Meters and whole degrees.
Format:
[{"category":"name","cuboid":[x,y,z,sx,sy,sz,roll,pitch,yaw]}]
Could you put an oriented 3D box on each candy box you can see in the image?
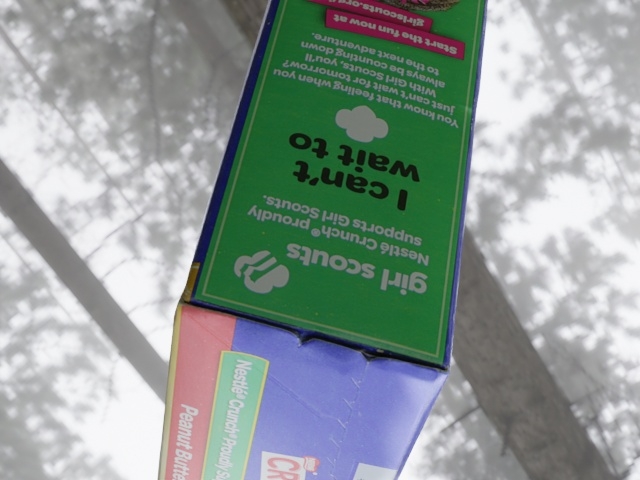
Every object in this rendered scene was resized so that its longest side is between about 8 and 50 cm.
[{"category":"candy box","cuboid":[0.000,0.000,0.650,0.122,0.268,0.317,12,-129,-3]}]
